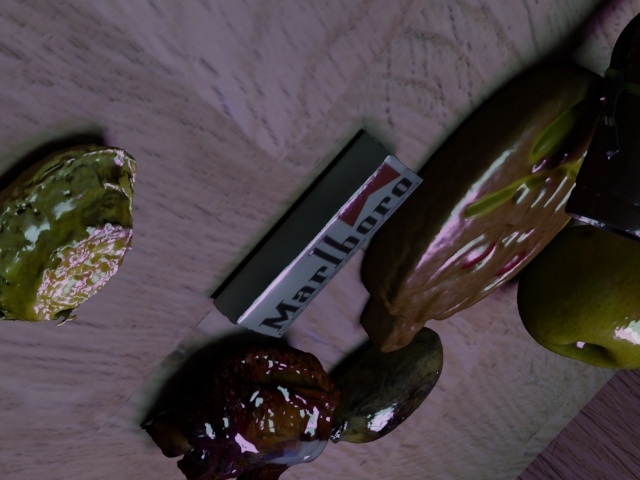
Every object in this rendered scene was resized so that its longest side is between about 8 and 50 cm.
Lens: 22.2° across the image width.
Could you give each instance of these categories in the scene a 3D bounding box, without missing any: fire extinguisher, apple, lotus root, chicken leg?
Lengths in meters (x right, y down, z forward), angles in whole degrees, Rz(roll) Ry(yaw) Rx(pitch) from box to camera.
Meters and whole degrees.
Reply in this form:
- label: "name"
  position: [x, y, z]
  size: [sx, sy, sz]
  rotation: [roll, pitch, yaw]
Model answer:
- label: "fire extinguisher"
  position: [0.312, -0.170, 1.435]
  size: [0.341, 0.105, 0.141]
  rotation: [-70, 159, 1]
- label: "apple"
  position: [0.334, 0.066, 1.953]
  size: [0.196, 0.196, 0.157]
  rotation: [90, 14, -66]
- label: "lotus root"
  position: [0.067, 0.151, 1.695]
  size: [0.179, 0.080, 0.089]
  rotation: [-36, 161, -29]
- label: "chicken leg"
  position: [-0.049, 0.177, 1.468]
  size: [0.158, 0.096, 0.407]
  rotation: [-39, 164, -8]

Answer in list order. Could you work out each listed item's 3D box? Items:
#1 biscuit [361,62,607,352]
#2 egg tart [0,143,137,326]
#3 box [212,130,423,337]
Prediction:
- label: "biscuit"
  position: [0.170, -0.019, 1.573]
  size: [0.350, 0.070, 0.394]
  rotation: [-52, 162, 17]
- label: "egg tart"
  position: [-0.145, 0.003, 0.912]
  size: [0.130, 0.052, 0.130]
  rotation: [-44, 162, -18]
- label: "box"
  position: [0.000, 0.000, 1.274]
  size: [0.177, 0.036, 0.115]
  rotation: [-48, 162, 5]
